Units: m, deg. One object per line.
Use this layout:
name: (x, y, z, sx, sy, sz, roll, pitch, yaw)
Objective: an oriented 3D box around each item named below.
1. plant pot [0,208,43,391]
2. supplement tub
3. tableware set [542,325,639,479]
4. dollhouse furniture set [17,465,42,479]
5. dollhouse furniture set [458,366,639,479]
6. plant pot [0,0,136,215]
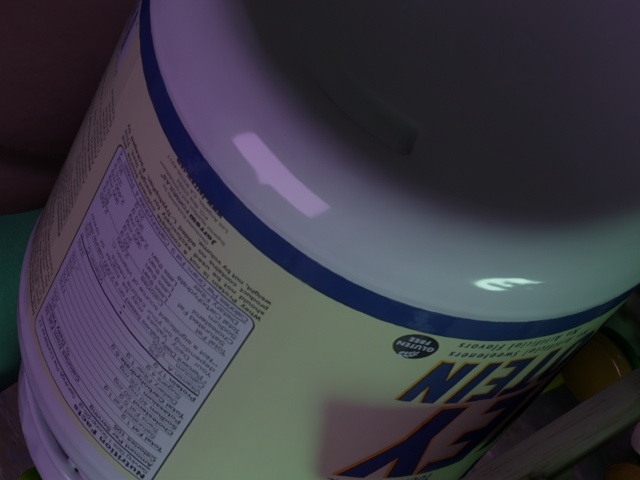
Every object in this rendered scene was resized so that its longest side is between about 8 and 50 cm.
plant pot: (-0.216, -0.053, 1.153, 0.293, 0.196, 0.293, 32, 135, 38)
supplement tub: (0.000, 0.000, 0.860, 0.235, 0.235, 0.325, 53, 143, 16)
tableware set: (0.154, 0.098, 0.919, 0.154, 0.024, 0.104, 43, 144, 26)
dollhouse furniture set: (-0.013, 0.234, 1.071, 0.301, 0.197, 0.151, 40, 138, 32)
dollhouse furniture set: (0.223, 0.200, 0.749, 0.362, 0.256, 0.394, 57, 160, 12)
plant pot: (-0.119, -0.171, 0.942, 0.229, 0.263, 0.263, -25, 91, 37)
